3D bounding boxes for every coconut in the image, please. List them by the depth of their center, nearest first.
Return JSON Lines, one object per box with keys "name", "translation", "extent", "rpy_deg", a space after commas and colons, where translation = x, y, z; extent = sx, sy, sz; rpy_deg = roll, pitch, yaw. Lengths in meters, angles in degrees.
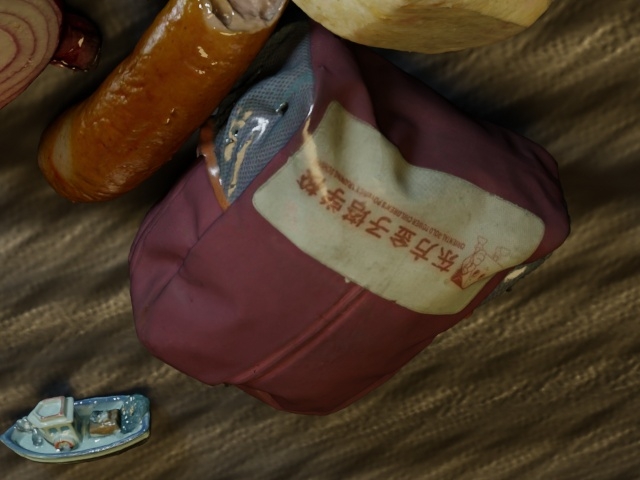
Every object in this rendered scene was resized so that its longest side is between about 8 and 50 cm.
{"name": "coconut", "translation": [0.078, -0.239, 1.188], "extent": [0.197, 0.237, 0.237], "rpy_deg": [27, 133, 30]}

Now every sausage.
{"name": "sausage", "translation": [-0.129, -0.103, 1.284], "extent": [0.076, 0.103, 0.302], "rpy_deg": [29, 139, -20]}

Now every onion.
{"name": "onion", "translation": [-0.255, -0.167, 1.272], "extent": [0.218, 0.140, 0.195], "rpy_deg": [-6, 139, -45]}

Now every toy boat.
{"name": "toy boat", "translation": [-0.220, 0.165, 1.552], "extent": [0.140, 0.059, 0.066], "rpy_deg": [-12, 138, 9]}

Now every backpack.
{"name": "backpack", "translation": [0.000, 0.000, 1.356], "extent": [0.283, 0.197, 0.317], "rpy_deg": [30, 125, -23]}
